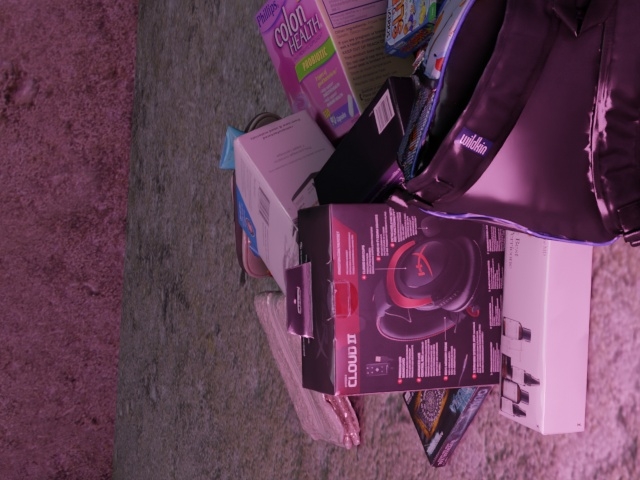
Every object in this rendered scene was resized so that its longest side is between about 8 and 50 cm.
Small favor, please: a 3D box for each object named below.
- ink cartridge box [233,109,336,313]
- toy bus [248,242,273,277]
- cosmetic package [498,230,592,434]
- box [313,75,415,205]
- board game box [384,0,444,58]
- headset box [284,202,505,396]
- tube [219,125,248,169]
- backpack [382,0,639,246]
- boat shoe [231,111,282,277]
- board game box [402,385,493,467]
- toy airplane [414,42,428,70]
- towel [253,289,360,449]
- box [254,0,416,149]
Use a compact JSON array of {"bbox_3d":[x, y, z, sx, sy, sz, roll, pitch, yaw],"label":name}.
[{"bbox_3d":[0.000,0.000,1.541,0.307,0.129,0.223,56,160,27],"label":"ink cartridge box"},{"bbox_3d":[-0.003,0.055,1.749,0.202,0.104,0.191,36,163,25],"label":"toy bus"},{"bbox_3d":[0.249,0.087,1.176,0.099,0.060,0.239,-168,78,-67],"label":"cosmetic package"},{"bbox_3d":[0.126,-0.094,1.314,0.261,0.184,0.103,130,132,-59],"label":"box"},{"bbox_3d":[0.138,-0.365,1.423,0.136,0.035,0.201,154,122,-62],"label":"board game box"},{"bbox_3d":[0.099,0.065,1.239,0.110,0.293,0.218,174,94,-68],"label":"headset box"},{"bbox_3d":[-0.098,-0.152,1.914,0.207,0.052,0.080,16,90,34],"label":"tube"},{"bbox_3d":[0.215,-0.150,1.032,0.213,0.276,0.263,-102,24,-60],"label":"backpack"},{"bbox_3d":[-0.129,-0.092,2.050,0.095,0.112,0.335,-142,51,-57],"label":"boat shoe"},{"bbox_3d":[0.169,0.204,1.425,0.186,0.026,0.126,111,150,-42],"label":"board game box"},{"bbox_3d":[0.168,-0.296,1.409,0.151,0.028,0.151,-172,90,-66],"label":"toy airplane"},{"bbox_3d":[-0.028,0.214,1.770,0.187,0.049,0.282,-9,104,67],"label":"towel"},{"bbox_3d":[0.026,-0.274,1.554,0.213,0.117,0.243,-22,88,67],"label":"box"}]
